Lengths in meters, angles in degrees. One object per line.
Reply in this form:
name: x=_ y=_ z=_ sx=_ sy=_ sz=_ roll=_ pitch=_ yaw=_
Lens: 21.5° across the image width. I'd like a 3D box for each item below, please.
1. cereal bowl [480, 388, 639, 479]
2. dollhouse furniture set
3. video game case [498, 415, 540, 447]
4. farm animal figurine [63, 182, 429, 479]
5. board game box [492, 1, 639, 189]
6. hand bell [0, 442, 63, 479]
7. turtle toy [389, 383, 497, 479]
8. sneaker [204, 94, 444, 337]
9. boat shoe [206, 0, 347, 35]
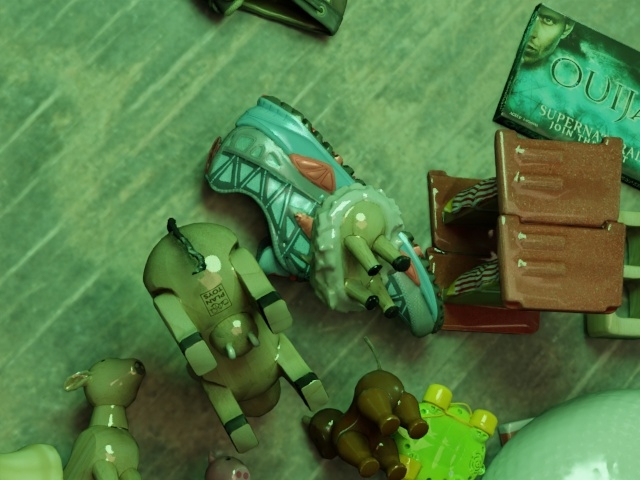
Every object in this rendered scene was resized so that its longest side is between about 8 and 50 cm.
cereal bowl: x=0.299 y=0.296 z=1.495 sx=0.339 sy=0.141 sz=0.339 roll=3 pitch=80 yaw=-17
dollhouse furniture set: x=0.297 y=0.006 z=1.533 sx=0.374 sy=0.201 sz=0.152 roll=4 pitch=80 yaw=-17
video game case: x=0.289 y=0.293 z=1.579 sx=0.204 sy=0.025 sz=0.285 roll=-9 pitch=84 yaw=-19
farm animal figurine: x=-0.089 y=0.115 z=1.402 sx=0.330 sy=0.172 sz=0.327 roll=-16 pitch=128 yaw=-19
board game box: x=0.271 y=-0.136 z=1.639 sx=0.186 sy=0.026 sz=0.126 roll=24 pitch=76 yaw=-13
hand bell: x=-0.335 y=0.174 z=1.307 sx=0.242 sy=0.126 sz=0.126 roll=30 pitch=73 yaw=-31
turtle toy: x=0.091 y=0.178 z=1.511 sx=0.130 sy=0.066 sz=0.095 roll=30 pitch=74 yaw=-11
sneaker: x=0.000 y=0.000 z=1.509 sx=0.125 sy=0.104 sz=0.262 roll=-42 pitch=91 yaw=-1
boat shoe: x=-0.076 y=-0.239 z=1.515 sx=0.223 sy=0.080 sz=0.073 roll=12 pitch=73 yaw=-20
